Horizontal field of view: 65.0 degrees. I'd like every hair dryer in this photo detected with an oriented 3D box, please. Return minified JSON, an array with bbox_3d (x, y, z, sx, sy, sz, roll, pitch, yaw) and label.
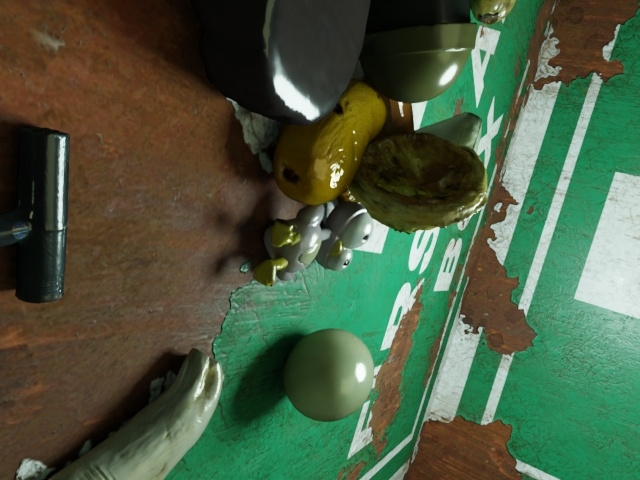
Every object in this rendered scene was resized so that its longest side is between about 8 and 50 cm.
[{"bbox_3d":[-0.318,-0.017,0.440,0.195,0.050,0.173,-10,112,-56],"label":"hair dryer"}]

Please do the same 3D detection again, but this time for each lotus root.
[{"bbox_3d":[0.506,-0.748,1.424,0.145,0.128,0.260,5,100,-52],"label":"lotus root"}]

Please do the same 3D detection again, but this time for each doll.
[{"bbox_3d":[-0.001,-0.001,0.970,0.365,0.094,0.160,-5,124,-58],"label":"doll"}]

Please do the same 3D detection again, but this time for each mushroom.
[{"bbox_3d":[-0.257,0.292,0.686,0.351,0.095,0.123,-45,125,-44],"label":"mushroom"}]

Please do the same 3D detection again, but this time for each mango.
[{"bbox_3d":[0.016,-0.180,0.875,0.295,0.120,0.177,-56,145,-38],"label":"mango"}]

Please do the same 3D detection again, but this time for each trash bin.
[{"bbox_3d":[0.156,-0.408,0.864,0.214,0.214,0.334,-29,116,-53],"label":"trash bin"}]

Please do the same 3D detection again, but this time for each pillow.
[{"bbox_3d":[0.259,-0.162,1.205,0.322,0.120,0.255,-166,-87,-78],"label":"pillow"}]

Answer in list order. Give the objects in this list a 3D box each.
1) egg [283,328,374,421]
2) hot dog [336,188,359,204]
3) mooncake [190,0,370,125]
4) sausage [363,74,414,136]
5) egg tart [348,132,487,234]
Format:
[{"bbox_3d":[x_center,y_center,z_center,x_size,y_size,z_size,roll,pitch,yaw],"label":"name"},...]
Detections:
[{"bbox_3d":[0.024,0.285,1.092,0.254,0.188,0.188,-9,114,-66],"label":"egg"},{"bbox_3d":[0.064,-0.100,1.088,0.071,0.045,0.165,-62,150,-23],"label":"hot dog"},{"bbox_3d":[-0.047,-0.298,0.654,0.283,0.141,0.283,-48,149,-43],"label":"mooncake"},{"bbox_3d":[0.152,-0.267,1.090,0.105,0.105,0.274,-59,150,-24],"label":"sausage"},{"bbox_3d":[0.180,-0.104,0.975,0.290,0.290,0.115,-47,149,-39],"label":"egg tart"}]
